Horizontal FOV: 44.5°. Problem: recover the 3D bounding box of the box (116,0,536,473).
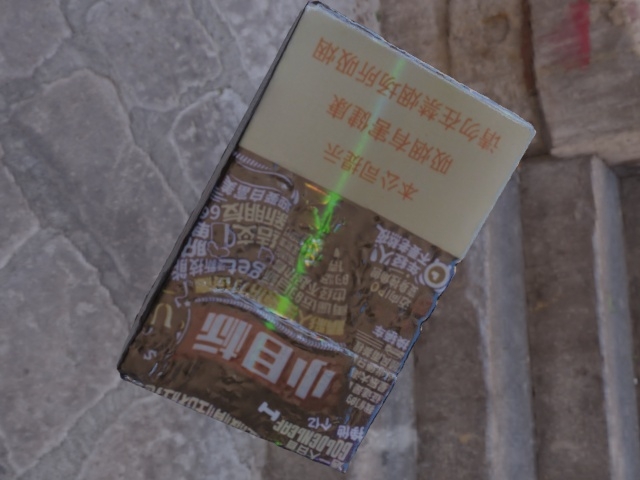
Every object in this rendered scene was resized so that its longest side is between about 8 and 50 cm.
[{"bbox_3d":[0.000,0.000,0.610,0.198,0.084,0.310,27,96,-13],"label":"box"}]
